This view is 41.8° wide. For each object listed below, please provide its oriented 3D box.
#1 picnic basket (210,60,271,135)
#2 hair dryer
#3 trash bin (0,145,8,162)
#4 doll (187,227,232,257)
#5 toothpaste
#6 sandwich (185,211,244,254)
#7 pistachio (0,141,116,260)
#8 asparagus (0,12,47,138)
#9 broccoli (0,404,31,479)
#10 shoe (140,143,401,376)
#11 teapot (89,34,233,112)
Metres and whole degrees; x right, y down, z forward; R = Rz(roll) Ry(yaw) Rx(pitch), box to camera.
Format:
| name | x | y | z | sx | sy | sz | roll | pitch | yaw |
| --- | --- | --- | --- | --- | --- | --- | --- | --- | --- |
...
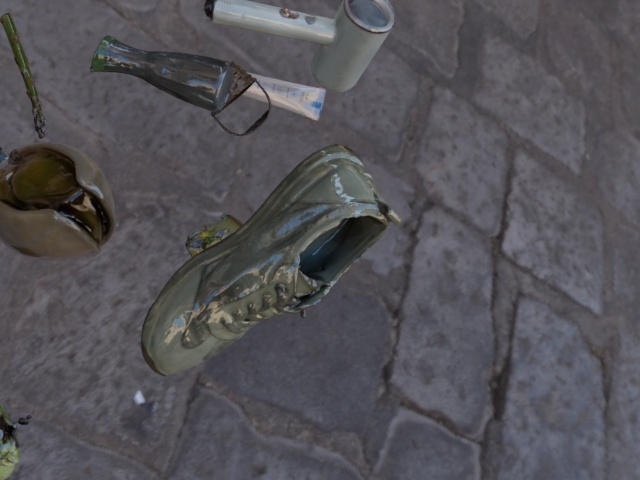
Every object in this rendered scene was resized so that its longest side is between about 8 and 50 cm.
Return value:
| name | x | y | z | sx | sy | sz | roll | pitch | yaw |
| --- | --- | --- | --- | --- | --- | --- | --- | --- | --- |
| picnic basket | -0.102 | -0.170 | 1.025 | 0.083 | 0.072 | 0.072 | 50 | 46 | -9 |
| hair dryer | -0.037 | -0.261 | 1.058 | 0.236 | 0.131 | 0.073 | 4 | 59 | -24 |
| trash bin | -0.774 | -0.130 | 1.528 | 0.295 | 0.259 | 0.381 | 47 | 18 | -30 |
| doll | -0.158 | 0.035 | 1.343 | 0.078 | 0.113 | 0.077 | -26 | 131 | -23 |
| toothpaste | -0.081 | -0.213 | 1.179 | 0.190 | 0.031 | 0.048 | 11 | 95 | -27 |
| sandwich | -0.150 | 0.046 | 1.592 | 0.122 | 0.235 | 0.128 | -43 | 124 | -7 |
| pistachio | -0.313 | -0.042 | 0.979 | 0.153 | 0.238 | 0.138 | 37 | 76 | -21 |
| asparagus | -0.501 | -0.281 | 1.424 | 0.024 | 0.025 | 0.248 | -18 | 73 | -17 |
| broccoli | -0.694 | 0.415 | 1.604 | 0.281 | 0.293 | 0.348 | 21 | 61 | -67 |
| shoe | -0.046 | 0.032 | 0.768 | 0.098 | 0.275 | 0.103 | 46 | -1 | 40 |
| teapot | -0.129 | -0.138 | 0.679 | 0.110 | 0.043 | 0.043 | 16 | 54 | 2 |
